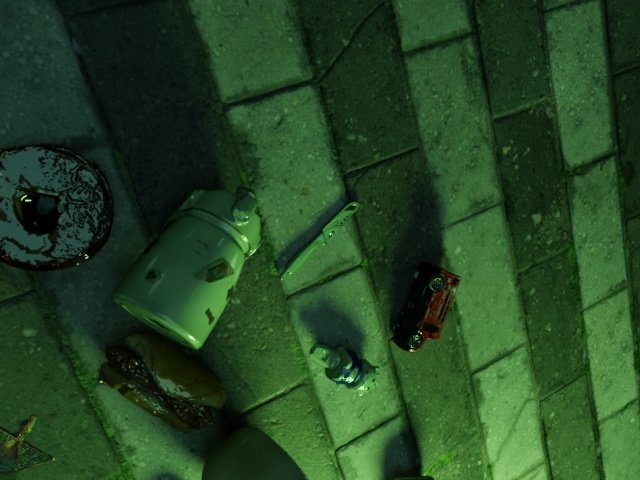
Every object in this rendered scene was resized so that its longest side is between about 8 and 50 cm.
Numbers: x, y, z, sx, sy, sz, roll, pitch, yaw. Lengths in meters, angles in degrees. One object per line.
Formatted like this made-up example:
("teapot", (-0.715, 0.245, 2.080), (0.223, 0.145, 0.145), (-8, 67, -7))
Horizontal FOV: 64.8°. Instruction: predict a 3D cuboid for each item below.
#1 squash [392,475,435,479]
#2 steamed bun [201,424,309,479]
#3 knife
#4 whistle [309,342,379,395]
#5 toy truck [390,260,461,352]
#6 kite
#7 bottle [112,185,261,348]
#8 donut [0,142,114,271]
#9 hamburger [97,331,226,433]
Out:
("squash", (0.281, 0.791, 1.520), (0.122, 0.170, 0.170), (17, 93, -13))
("steamed bun", (-0.150, 0.614, 1.202), (0.206, 0.324, 0.324), (-40, 114, -25))
("knife", (-0.001, 0.000, 1.312), (0.293, 0.020, 0.043), (-47, 112, -10))
("whistle", (0.071, 0.348, 1.371), (0.244, 0.092, 0.110), (36, 89, -26))
("toy truck", (0.299, 0.195, 1.432), (0.114, 0.107, 0.253), (19, 92, -25))
("kite", (-0.680, 0.455, 1.111), (0.159, 0.010, 0.190), (-46, 116, -11))
("bottle", (-0.265, 0.032, 1.093), (0.229, 0.229, 0.352), (39, 64, -25))
("donut", (-0.553, -0.065, 1.013), (0.269, 0.103, 0.270), (-4, 100, -22))
("hamburger", (-0.342, 0.334, 1.153), (0.155, 0.245, 0.282), (-52, 159, -12))
